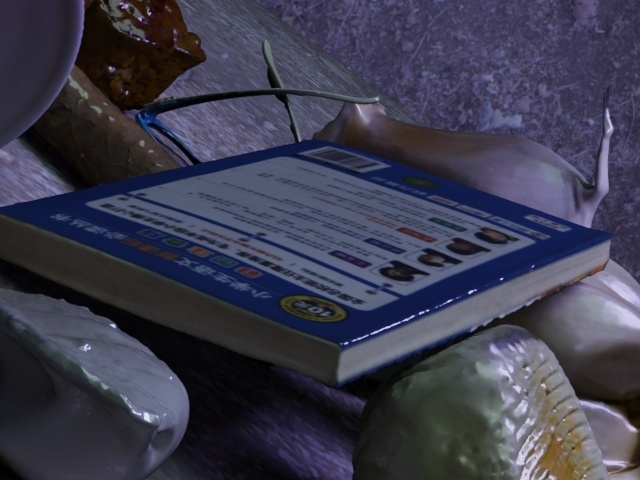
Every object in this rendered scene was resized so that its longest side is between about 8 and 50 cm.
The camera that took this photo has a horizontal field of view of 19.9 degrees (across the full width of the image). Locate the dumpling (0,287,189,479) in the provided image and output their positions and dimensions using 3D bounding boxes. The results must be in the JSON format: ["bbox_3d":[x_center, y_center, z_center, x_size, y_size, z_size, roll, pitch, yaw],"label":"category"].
[{"bbox_3d":[-0.148,0.076,0.990,0.150,0.092,0.176,39,10,-12],"label":"dumpling"}]

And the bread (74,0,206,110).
[{"bbox_3d":[-0.235,-0.232,1.804,0.247,0.135,0.232,30,14,-37],"label":"bread"}]

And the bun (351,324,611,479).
[{"bbox_3d":[0.108,0.166,1.251,0.244,0.153,0.244,50,32,-47],"label":"bun"}]

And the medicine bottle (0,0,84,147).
[{"bbox_3d":[-0.295,-0.207,1.226,0.256,0.256,0.325,31,13,-34],"label":"medicine bottle"}]

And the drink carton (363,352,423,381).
[{"bbox_3d":[0.066,0.070,1.599,0.142,0.144,0.146,13,25,-43],"label":"drink carton"}]

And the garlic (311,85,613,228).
[{"bbox_3d":[0.174,-0.019,1.923,0.340,0.246,0.231,0,-11,31],"label":"garlic"}]

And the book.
[{"bbox_3d":[0.000,0.000,1.343,0.300,0.039,0.428,20,20,28],"label":"book"}]

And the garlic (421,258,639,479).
[{"bbox_3d":[0.171,0.136,1.482,0.203,0.281,0.185,13,-11,-12],"label":"garlic"}]

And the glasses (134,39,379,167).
[{"bbox_3d":[-0.050,-0.092,1.820,0.239,0.207,0.102,43,-24,11],"label":"glasses"}]

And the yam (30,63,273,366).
[{"bbox_3d":[-0.136,-0.038,1.505,0.357,0.081,0.081,43,12,20],"label":"yam"}]
